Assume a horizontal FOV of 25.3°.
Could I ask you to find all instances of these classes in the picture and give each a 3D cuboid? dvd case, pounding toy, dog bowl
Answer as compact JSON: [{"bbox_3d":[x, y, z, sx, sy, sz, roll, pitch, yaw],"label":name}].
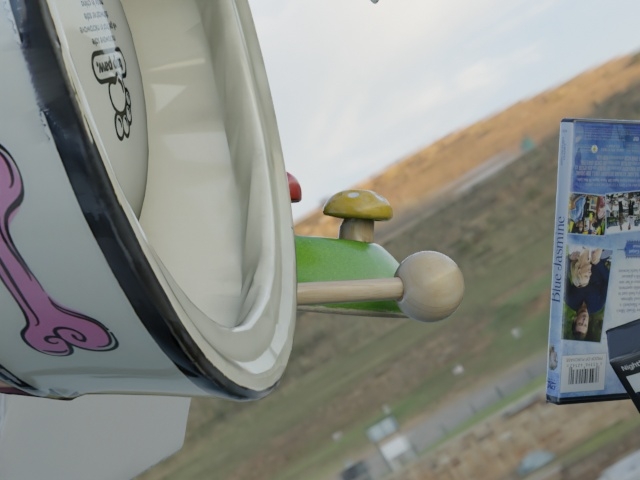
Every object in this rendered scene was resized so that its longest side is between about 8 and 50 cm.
[{"bbox_3d":[0.285,0.018,1.283,0.180,0.253,0.022,-1,6,-30],"label":"dvd case"},{"bbox_3d":[0.000,0.000,1.104,0.183,0.110,0.237,5,-1,-17],"label":"pounding toy"},{"bbox_3d":[-0.143,-0.102,0.738,0.150,0.407,0.408,-14,-6,10],"label":"dog bowl"}]

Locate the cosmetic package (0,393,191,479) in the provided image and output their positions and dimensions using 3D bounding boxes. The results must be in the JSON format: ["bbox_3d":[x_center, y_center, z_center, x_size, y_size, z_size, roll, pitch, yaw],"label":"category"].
[{"bbox_3d":[-0.380,0.083,1.606,0.327,0.394,0.329,-26,-44,-50],"label":"cosmetic package"}]

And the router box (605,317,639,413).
[{"bbox_3d":[0.344,0.103,1.170,0.179,0.133,0.046,-22,31,22],"label":"router box"}]

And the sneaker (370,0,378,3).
[{"bbox_3d":[0.092,-0.277,1.467,0.109,0.043,0.040,-14,31,12],"label":"sneaker"}]
